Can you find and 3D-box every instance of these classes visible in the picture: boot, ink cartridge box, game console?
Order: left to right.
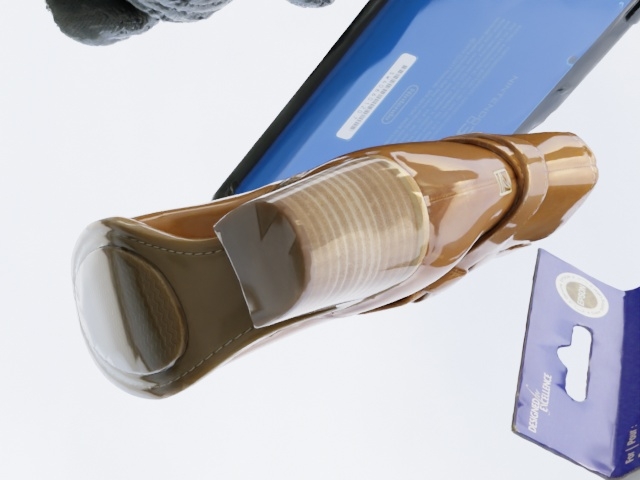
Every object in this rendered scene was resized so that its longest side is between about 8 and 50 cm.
[{"bbox_3d":[0.000,0.000,1.076,0.283,0.220,0.109,-28,-99,52],"label":"boot"},{"bbox_3d":[0.074,-0.129,1.265,0.293,0.250,0.173,-50,-135,28],"label":"game console"},{"bbox_3d":[0.285,0.119,1.055,0.069,0.371,0.176,-60,-173,35],"label":"ink cartridge box"}]

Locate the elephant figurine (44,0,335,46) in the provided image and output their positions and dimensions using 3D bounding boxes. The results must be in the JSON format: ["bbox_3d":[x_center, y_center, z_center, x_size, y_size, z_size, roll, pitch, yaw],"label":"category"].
[{"bbox_3d":[-0.125,-0.215,1.338,0.186,0.169,0.239,-40,-87,2],"label":"elephant figurine"}]
